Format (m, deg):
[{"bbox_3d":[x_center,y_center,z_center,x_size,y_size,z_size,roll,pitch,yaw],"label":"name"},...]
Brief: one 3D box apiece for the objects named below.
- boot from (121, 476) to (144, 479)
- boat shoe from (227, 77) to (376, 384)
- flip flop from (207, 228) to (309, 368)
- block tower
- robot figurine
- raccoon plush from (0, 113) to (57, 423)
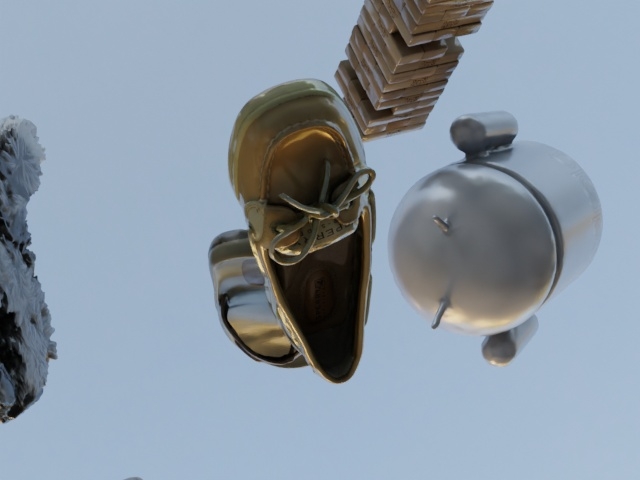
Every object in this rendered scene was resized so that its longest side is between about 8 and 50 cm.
[{"bbox_3d":[-0.240,0.343,1.304,0.087,0.042,0.118,35,-109,-60],"label":"boot"},{"bbox_3d":[0.000,0.000,0.817,0.105,0.089,0.285,-20,-38,-6],"label":"boat shoe"},{"bbox_3d":[-0.048,0.075,1.058,0.112,0.080,0.277,-9,-27,0],"label":"flip flop"},{"bbox_3d":[0.105,-0.236,1.149,0.097,0.335,0.091,-16,-113,-24],"label":"block tower"},{"bbox_3d":[0.209,-0.007,1.284,0.200,0.353,0.300,-7,-80,33],"label":"robot figurine"},{"bbox_3d":[-0.476,0.079,1.266,0.299,0.446,0.216,-14,-51,15],"label":"raccoon plush"}]
